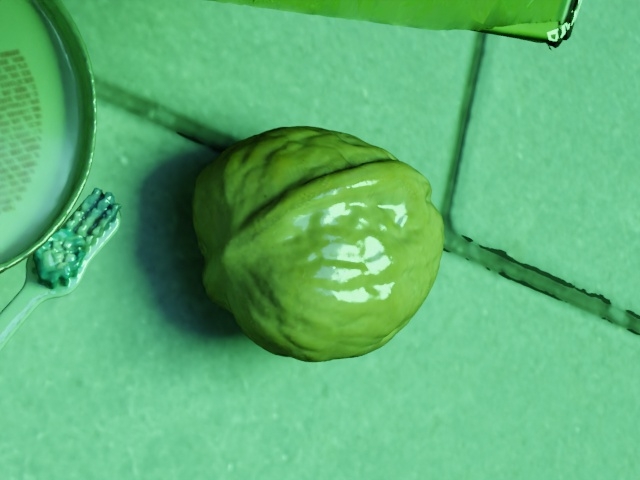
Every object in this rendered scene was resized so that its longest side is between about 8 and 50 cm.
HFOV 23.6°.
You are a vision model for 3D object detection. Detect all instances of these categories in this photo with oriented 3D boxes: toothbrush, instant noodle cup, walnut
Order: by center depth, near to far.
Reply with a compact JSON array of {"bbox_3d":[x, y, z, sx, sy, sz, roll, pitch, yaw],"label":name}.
[{"bbox_3d":[-0.232,-0.055,0.781,0.234,0.178,0.235,5,81,-33],"label":"instant noodle cup"},{"bbox_3d":[-0.242,0.132,0.794,0.042,0.040,0.418,40,74,0],"label":"toothbrush"},{"bbox_3d":[0.000,0.000,0.961,0.166,0.149,0.166,26,41,-25],"label":"walnut"}]

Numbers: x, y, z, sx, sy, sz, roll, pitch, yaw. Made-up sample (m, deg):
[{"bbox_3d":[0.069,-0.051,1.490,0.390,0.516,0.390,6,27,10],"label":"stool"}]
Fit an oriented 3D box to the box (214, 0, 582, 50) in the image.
[{"bbox_3d":[-0.123,-0.223,0.763,0.420,0.373,0.138,4,110,-35],"label":"box"}]
